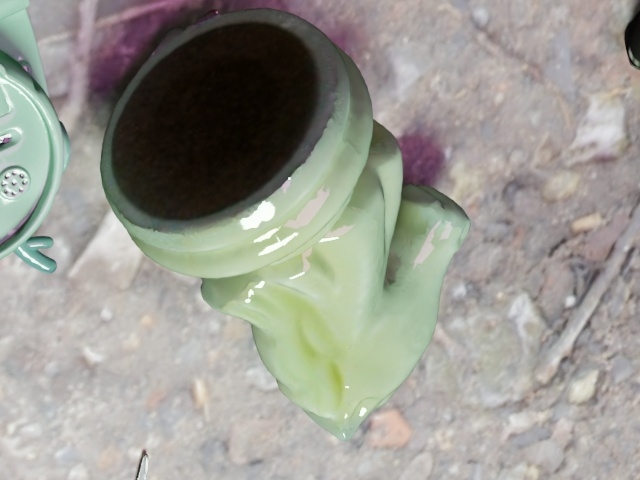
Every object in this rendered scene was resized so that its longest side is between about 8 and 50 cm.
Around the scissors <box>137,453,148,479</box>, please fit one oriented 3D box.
[{"bbox_3d":[-0.125,0.183,1.320,0.036,0.006,0.083,0,111,-28],"label":"scissors"}]

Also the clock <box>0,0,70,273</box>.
[{"bbox_3d":[-0.219,-0.048,1.133,0.159,0.066,0.211,-29,123,-15],"label":"clock"}]

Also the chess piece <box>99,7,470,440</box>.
[{"bbox_3d":[0.000,0.000,1.244,0.176,0.176,0.298,-45,138,-5],"label":"chess piece"}]

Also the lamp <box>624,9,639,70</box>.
[{"bbox_3d":[0.369,-0.196,1.320,0.283,0.203,0.124,-22,120,-22],"label":"lamp"}]
